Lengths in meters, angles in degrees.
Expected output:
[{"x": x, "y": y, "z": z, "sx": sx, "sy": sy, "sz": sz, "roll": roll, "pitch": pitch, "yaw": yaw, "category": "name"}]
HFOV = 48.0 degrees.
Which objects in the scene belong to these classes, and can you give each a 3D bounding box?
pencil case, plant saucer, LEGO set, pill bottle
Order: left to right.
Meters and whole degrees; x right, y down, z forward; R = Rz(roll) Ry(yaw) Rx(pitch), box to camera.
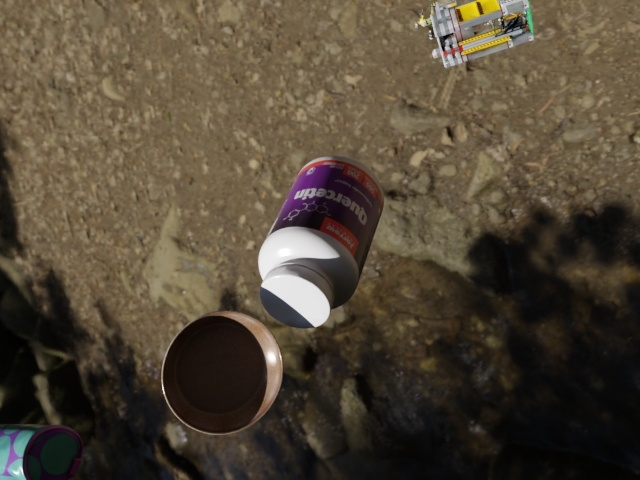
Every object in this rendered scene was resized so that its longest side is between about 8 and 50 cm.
[{"x": -0.305, "y": 0.215, "z": 0.711, "sx": 0.151, "sy": 0.065, "sz": 0.070, "roll": -9, "pitch": 131, "yaw": 35, "category": "pencil case"}, {"x": -0.159, "y": 0.211, "z": 1.162, "sx": 0.036, "sy": 0.198, "sz": 0.199, "roll": -179, "pitch": 75, "yaw": -69, "category": "plant saucer"}, {"x": 0.000, "y": 0.000, "z": 1.302, "sx": 0.181, "sy": 0.323, "sz": 0.182, "roll": 10, "pitch": 132, "yaw": 11, "category": "pill bottle"}, {"x": 0.237, "y": -0.464, "z": 1.237, "sx": 0.192, "sy": 0.331, "sz": 0.255, "roll": -15, "pitch": 68, "yaw": 14, "category": "LEGO set"}]
